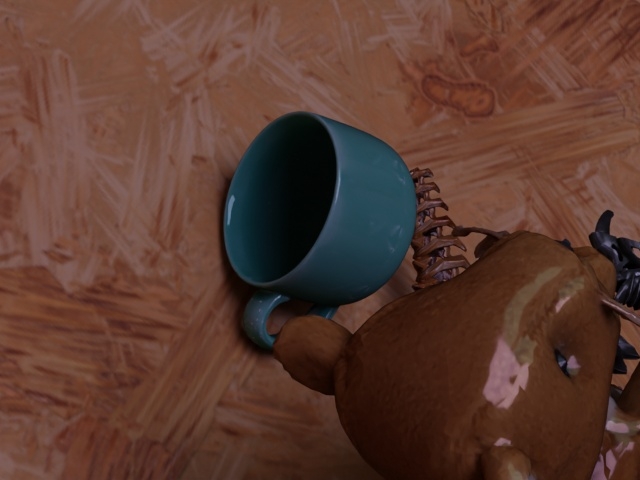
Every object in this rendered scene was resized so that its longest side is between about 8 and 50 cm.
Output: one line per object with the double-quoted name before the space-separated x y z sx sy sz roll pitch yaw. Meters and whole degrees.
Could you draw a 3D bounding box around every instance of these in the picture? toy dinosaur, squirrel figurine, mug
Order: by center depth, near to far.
"squirrel figurine" 0.095 0.178 1.163 0.281 0.397 0.370 40 -2 30
"mug" 0.000 -0.009 1.389 0.097 0.158 0.129 17 34 -37
"toy dinosaur" 0.167 0.090 1.447 0.218 0.164 0.322 -31 109 -28
